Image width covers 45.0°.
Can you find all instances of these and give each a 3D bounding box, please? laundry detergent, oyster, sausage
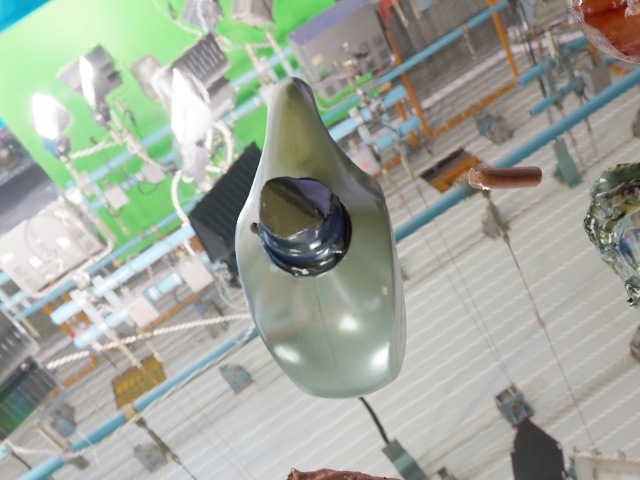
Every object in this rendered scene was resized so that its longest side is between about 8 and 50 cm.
[{"bbox_3d":[0.000,0.000,0.548,0.105,0.280,0.215,-10,-109,7],"label":"laundry detergent"},{"bbox_3d":[0.476,0.040,1.001,0.158,0.351,0.162,-47,-161,-31],"label":"oyster"},{"bbox_3d":[0.266,-0.089,1.097,0.147,0.030,0.035,-5,-164,-36],"label":"sausage"}]

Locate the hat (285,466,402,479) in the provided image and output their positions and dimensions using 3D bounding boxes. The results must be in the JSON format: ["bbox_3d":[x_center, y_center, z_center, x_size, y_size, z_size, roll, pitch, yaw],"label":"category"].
[{"bbox_3d":[0.090,0.432,1.088,0.286,0.107,0.237,0,-112,-16],"label":"hat"}]

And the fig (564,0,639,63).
[{"bbox_3d":[0.207,-0.176,0.440,0.128,0.128,0.150,-48,177,-24],"label":"fig"}]
